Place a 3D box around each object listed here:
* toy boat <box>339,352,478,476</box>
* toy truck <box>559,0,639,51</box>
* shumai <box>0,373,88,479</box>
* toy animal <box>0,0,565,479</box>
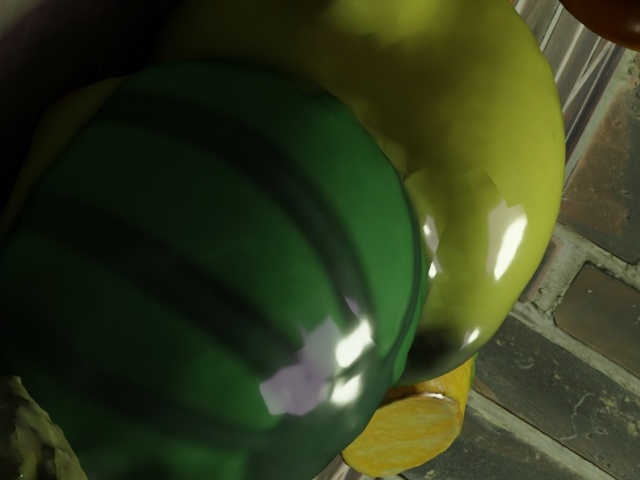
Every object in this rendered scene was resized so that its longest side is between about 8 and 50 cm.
[{"bbox_3d":[0.044,0.070,0.980,0.229,0.089,0.088,104,-18,-63],"label":"toy boat"},{"bbox_3d":[0.109,-0.216,0.510,0.204,0.288,0.211,-47,177,-44],"label":"toy truck"},{"bbox_3d":[-0.176,0.161,0.575,0.218,0.189,0.256,-32,173,-30],"label":"shumai"},{"bbox_3d":[-0.003,-0.021,0.714,0.338,0.191,0.216,-50,167,-41],"label":"toy animal"}]
